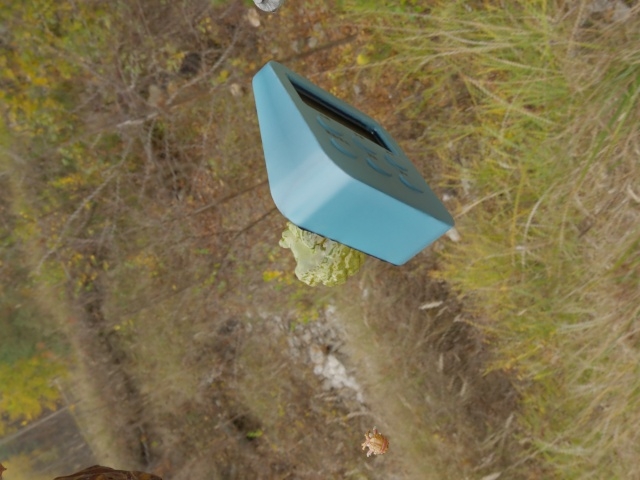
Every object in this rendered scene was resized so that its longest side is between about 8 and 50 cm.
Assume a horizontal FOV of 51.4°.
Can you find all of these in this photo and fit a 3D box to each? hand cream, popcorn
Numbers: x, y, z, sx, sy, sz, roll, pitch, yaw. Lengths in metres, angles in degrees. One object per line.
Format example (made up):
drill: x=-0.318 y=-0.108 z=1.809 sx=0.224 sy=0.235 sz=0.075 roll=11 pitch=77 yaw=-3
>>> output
hand cream: x=-0.018 y=-0.278 z=0.707 sx=0.057 sy=0.165 sz=0.037 roll=-8 pitch=115 yaw=42
popcorn: x=0.006 y=-0.002 z=1.221 sx=0.173 sy=0.142 sz=0.174 roll=15 pitch=121 yaw=28

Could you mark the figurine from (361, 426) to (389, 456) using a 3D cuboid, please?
figurine: x=0.110 y=0.427 z=1.409 sx=0.109 sy=0.047 sz=0.064 roll=140 pitch=145 yaw=-75

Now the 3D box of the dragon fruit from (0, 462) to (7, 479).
dragon fruit: x=-0.620 y=0.371 z=0.973 sx=0.290 sy=0.290 sz=0.189 roll=38 pitch=152 yaw=38

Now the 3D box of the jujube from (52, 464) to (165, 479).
jujube: x=-0.212 y=0.331 z=0.648 sx=0.213 sy=0.212 sz=0.232 roll=65 pitch=156 yaw=-5

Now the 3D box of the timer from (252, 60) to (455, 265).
timer: x=0.037 y=-0.111 z=0.823 sx=0.091 sy=0.231 sz=0.250 roll=-41 pitch=47 yaw=31
